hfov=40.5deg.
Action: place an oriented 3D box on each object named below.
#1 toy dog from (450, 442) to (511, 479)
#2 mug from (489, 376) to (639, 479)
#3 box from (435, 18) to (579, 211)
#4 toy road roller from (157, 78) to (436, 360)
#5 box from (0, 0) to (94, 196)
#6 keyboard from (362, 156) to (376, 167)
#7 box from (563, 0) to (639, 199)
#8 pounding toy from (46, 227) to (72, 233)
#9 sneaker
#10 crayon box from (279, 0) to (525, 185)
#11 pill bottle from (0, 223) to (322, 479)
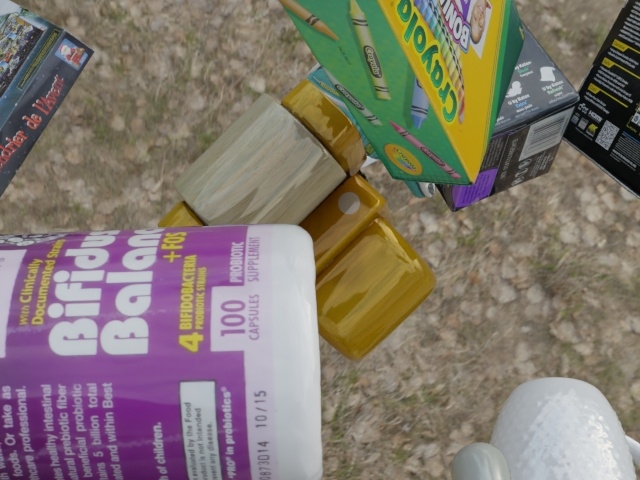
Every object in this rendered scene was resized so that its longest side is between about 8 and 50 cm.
[{"bbox_3d":[0.162,0.408,0.985,0.220,0.161,0.334,46,35,-3],"label":"toy dog"},{"bbox_3d":[0.486,0.451,1.622,0.374,0.276,0.328,17,57,-15],"label":"mug"},{"bbox_3d":[0.167,-0.200,1.060,0.143,0.165,0.270,-23,65,-12],"label":"box"},{"bbox_3d":[0.000,0.000,0.936,0.202,0.329,0.240,-45,79,0],"label":"toy road roller"},{"bbox_3d":[-0.352,-0.132,0.900,0.159,0.044,0.233,32,88,36],"label":"box"},{"bbox_3d":[0.125,-0.196,1.610,0.256,0.014,0.072,-28,116,-29],"label":"keyboard"},{"bbox_3d":[0.405,-0.155,0.896,0.079,0.257,0.322,16,23,-25],"label":"box"},{"bbox_3d":[-0.289,0.111,0.785,0.154,0.269,0.155,56,41,-18],"label":"pounding toy"},{"bbox_3d":[0.084,-0.172,1.353,0.275,0.110,0.107,49,29,-14],"label":"sneaker"},{"bbox_3d":[0.066,-0.187,0.666,0.081,0.278,0.165,8,63,33],"label":"crayon box"},{"bbox_3d":[-0.152,0.077,0.539,0.301,0.169,0.169,-3,71,-2],"label":"pill bottle"}]
